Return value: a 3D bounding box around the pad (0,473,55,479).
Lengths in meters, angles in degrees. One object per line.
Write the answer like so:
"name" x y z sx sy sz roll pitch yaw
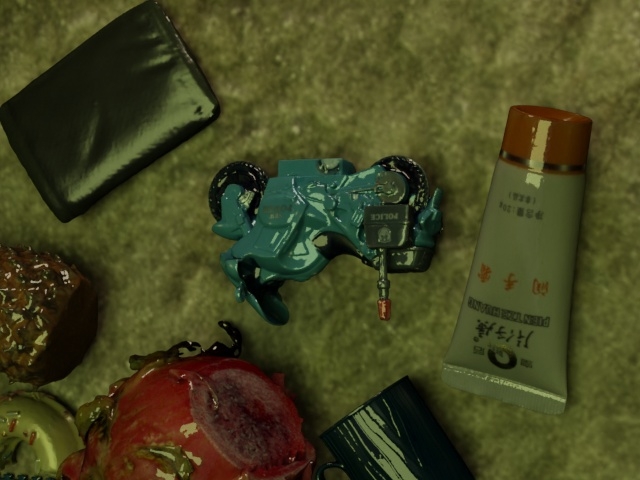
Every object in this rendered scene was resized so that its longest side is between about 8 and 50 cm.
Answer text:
"pad" -0.362 0.415 1.878 0.268 0.012 0.270 0 78 22

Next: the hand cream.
"hand cream" 0.206 0.019 1.616 0.139 0.089 0.314 11 106 24

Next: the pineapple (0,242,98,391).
"pineapple" -0.435 0.044 1.838 0.364 0.165 0.166 22 103 22

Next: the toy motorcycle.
"toy motorcycle" 0.000 0.000 1.676 0.272 0.123 0.182 -2 84 23

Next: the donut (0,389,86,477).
"donut" -0.357 0.234 1.870 0.166 0.065 0.108 2 95 22

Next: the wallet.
"wallet" -0.243 -0.148 1.802 0.245 0.052 0.169 -33 82 17

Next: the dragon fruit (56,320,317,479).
"dragon fruit" -0.160 0.258 1.703 0.291 0.250 0.269 -43 71 36

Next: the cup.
"cup" 0.072 0.242 1.668 0.150 0.113 0.138 -38 82 21
